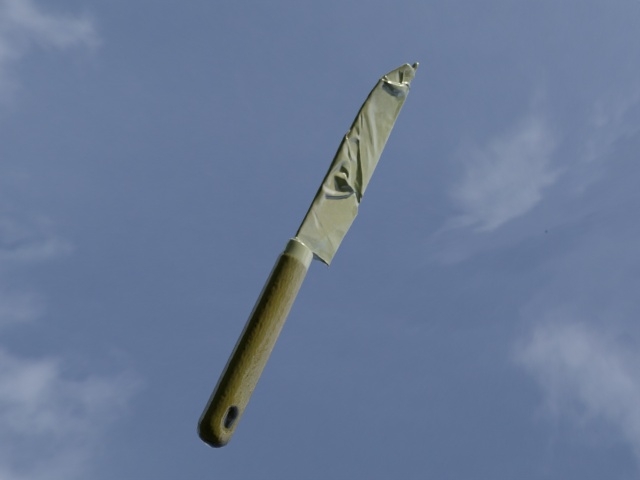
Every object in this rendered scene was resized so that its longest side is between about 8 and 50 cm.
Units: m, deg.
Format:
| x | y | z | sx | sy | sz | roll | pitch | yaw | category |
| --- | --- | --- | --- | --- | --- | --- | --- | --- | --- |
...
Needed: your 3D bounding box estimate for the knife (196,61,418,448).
| x | y | z | sx | sy | sz | roll | pitch | yaw | category |
| --- | --- | --- | --- | --- | --- | --- | --- | --- | --- |
| -0.002 | 0.000 | 0.817 | 0.017 | 0.047 | 0.298 | 2 | -121 | 44 | knife |
